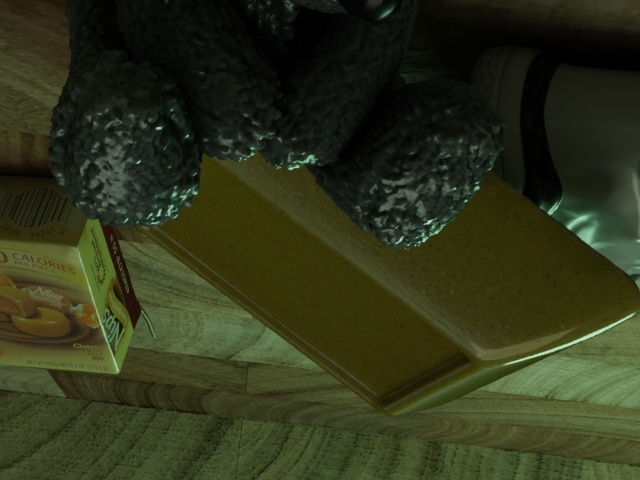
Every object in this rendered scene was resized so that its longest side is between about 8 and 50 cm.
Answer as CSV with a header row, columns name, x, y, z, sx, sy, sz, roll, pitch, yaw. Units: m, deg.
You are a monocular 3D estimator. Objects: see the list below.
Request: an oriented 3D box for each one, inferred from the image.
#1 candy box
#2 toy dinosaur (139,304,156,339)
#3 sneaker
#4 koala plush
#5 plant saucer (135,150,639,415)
name,x,y,z,sx,sy,sz,roll,pitch,yaw
candy box,-0.342,0.026,1.375,0.316,0.087,0.183,4,137,12
toy dinosaur,-0.254,0.039,1.593,0.211,0.064,0.112,25,172,-11
sneaker,0.217,-0.013,0.995,0.210,0.137,0.366,6,163,16
koala plush,-0.005,-0.138,0.615,0.196,0.203,0.221,3,147,-22
plant saucer,0.000,0.000,0.956,0.333,0.081,0.333,37,163,-1
